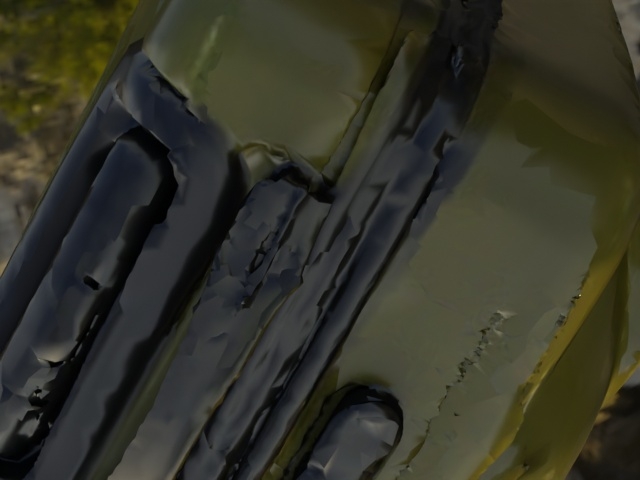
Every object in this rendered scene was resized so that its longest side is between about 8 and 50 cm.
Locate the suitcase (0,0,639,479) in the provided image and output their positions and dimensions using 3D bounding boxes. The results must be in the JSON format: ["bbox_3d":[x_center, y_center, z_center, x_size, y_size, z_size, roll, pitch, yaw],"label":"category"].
[{"bbox_3d":[0.000,0.000,0.456,0.143,0.235,0.194,27,113,-9],"label":"suitcase"}]
